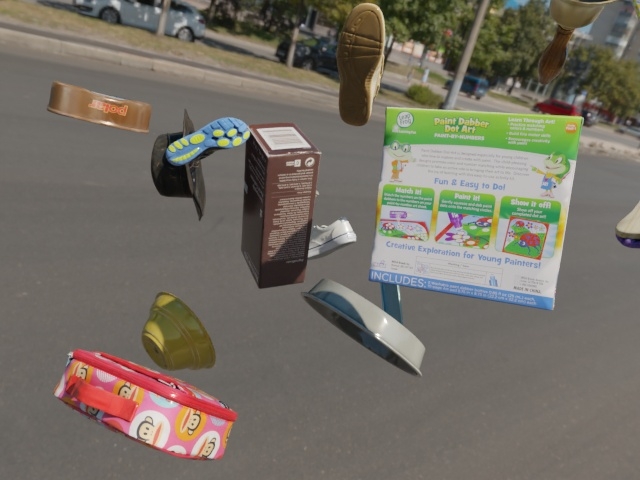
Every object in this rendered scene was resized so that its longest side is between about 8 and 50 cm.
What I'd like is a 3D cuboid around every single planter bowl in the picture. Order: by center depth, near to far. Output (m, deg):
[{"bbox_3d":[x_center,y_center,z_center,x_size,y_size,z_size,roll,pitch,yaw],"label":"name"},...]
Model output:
[{"bbox_3d":[-0.350,0.234,1.219,0.217,0.217,0.090,28,44,28],"label":"planter bowl"}]

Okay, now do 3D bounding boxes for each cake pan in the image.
[{"bbox_3d":[0.092,0.173,1.067,0.293,0.054,0.293,34,-12,8],"label":"cake pan"}]

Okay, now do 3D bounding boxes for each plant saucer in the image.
[{"bbox_3d":[0.209,0.199,1.516,0.018,0.192,0.067,11,-24,-39],"label":"plant saucer"}]

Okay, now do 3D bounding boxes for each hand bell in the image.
[{"bbox_3d":[0.364,-0.311,0.777,0.126,0.126,0.242,22,-15,17],"label":"hand bell"}]

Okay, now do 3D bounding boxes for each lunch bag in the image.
[{"bbox_3d":[-0.320,0.286,0.923,0.293,0.120,0.258,10,-21,31],"label":"lunch bag"}]

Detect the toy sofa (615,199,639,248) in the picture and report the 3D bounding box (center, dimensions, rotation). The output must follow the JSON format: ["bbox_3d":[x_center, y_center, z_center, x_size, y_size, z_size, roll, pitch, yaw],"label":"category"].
[{"bbox_3d":[0.703,-0.040,0.979,0.177,0.150,0.362,14,46,44],"label":"toy sofa"}]

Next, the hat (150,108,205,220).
[{"bbox_3d":[-0.427,-0.215,1.549,0.133,0.331,0.331,-8,25,-7],"label":"hat"}]

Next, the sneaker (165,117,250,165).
[{"bbox_3d":[-0.245,-0.216,1.137,0.188,0.067,0.078,-24,16,-12],"label":"sneaker"}]

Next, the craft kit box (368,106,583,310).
[{"bbox_3d":[0.200,-0.049,0.714,0.249,0.247,0.061,9,11,20],"label":"craft kit box"}]

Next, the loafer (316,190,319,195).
[{"bbox_3d":[-0.061,-0.156,1.448,0.125,0.039,0.045,38,12,-18],"label":"loafer"}]

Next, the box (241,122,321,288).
[{"bbox_3d":[-0.112,-0.087,1.343,0.143,0.381,0.191,-8,35,-21],"label":"box"}]

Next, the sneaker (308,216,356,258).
[{"bbox_3d":[0.000,0.000,1.652,0.258,0.091,0.094,-23,-13,33],"label":"sneaker"}]

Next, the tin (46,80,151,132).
[{"bbox_3d":[-0.259,-0.157,0.615,0.106,0.040,0.189,13,9,-30],"label":"tin"}]

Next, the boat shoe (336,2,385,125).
[{"bbox_3d":[0.056,-0.245,0.723,0.063,0.170,0.059,14,44,6],"label":"boat shoe"}]

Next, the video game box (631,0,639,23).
[{"bbox_3d":[0.871,-0.539,1.233,0.205,0.187,0.048,-20,-20,34],"label":"video game box"}]
